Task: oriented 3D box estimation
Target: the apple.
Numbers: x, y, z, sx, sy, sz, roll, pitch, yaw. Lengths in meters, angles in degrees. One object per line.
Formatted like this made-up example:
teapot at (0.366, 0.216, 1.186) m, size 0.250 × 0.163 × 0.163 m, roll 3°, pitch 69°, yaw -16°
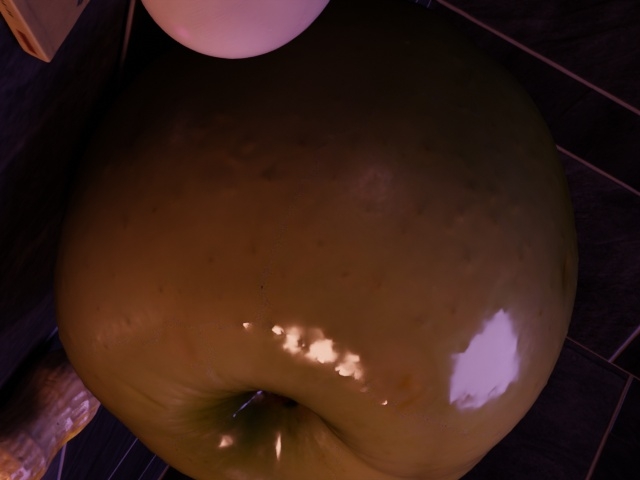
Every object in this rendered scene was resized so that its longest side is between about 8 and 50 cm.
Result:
apple at (0.000, 0.000, 1.150) m, size 0.474 × 0.473 × 0.473 m, roll -59°, pitch 175°, yaw -8°

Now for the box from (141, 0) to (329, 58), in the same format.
box at (-0.006, -0.301, 0.796) m, size 0.289 × 0.141 × 0.349 m, roll 108°, pitch 4°, yaw -58°

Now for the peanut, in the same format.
peanut at (-0.288, 0.182, 1.326) m, size 0.207 × 0.087 × 0.087 m, roll -53°, pitch 172°, yaw -45°

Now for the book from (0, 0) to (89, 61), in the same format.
book at (-0.147, -0.211, 0.769) m, size 0.161 × 0.026 × 0.231 m, roll -59°, pitch 175°, yaw -10°
